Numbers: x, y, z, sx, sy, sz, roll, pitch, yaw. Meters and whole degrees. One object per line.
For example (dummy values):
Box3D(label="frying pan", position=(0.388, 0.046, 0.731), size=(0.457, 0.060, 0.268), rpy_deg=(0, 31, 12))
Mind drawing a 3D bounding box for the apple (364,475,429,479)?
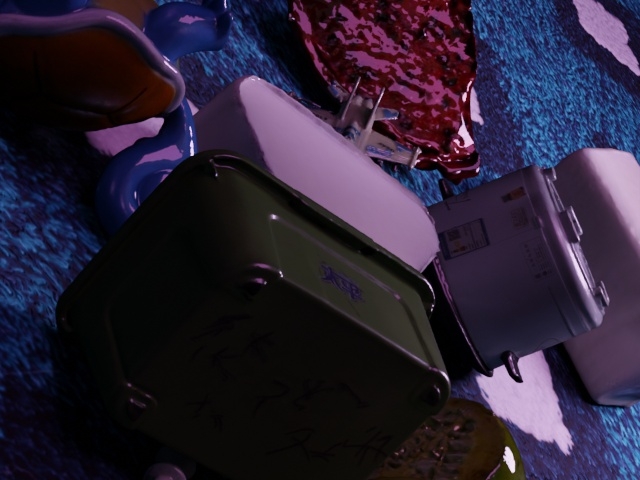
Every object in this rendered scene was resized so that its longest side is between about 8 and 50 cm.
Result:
Box3D(label="apple", position=(0.043, 0.326, 1.469), size=(0.295, 0.258, 0.233), rpy_deg=(0, 48, -48))

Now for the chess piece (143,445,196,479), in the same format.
Box3D(label="chess piece", position=(-0.142, 0.223, 1.539), size=(0.059, 0.059, 0.149), rpy_deg=(49, 20, -7))

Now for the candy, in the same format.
Box3D(label="candy", position=(0.425, 0.055, 2.465), size=(0.145, 0.208, 0.358), rpy_deg=(8, 51, -53))

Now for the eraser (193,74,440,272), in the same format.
Box3D(label="eraser", position=(0.000, 0.000, 1.928), size=(0.331, 0.150, 0.331), rpy_deg=(35, 32, -26))

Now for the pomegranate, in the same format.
Box3D(label="pomegranate", position=(0.126, 0.290, 1.741), size=(0.241, 0.190, 0.159), rpy_deg=(-81, 153, -57))

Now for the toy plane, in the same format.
Box3D(label="toy plane", position=(0.024, -0.109, 2.169), size=(0.192, 0.088, 0.262), rpy_deg=(25, 50, -1))

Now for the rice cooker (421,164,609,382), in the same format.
Box3D(label="rice cooker", position=(0.227, 0.040, 2.151), size=(0.241, 0.227, 0.280), rpy_deg=(41, 28, -69))

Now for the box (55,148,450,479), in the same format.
Box3D(label="box", position=(-0.054, 0.102, 1.572), size=(0.329, 0.253, 0.177), rpy_deg=(33, 21, -31))

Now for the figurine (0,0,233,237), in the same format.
Box3D(label="figurine", position=(-0.251, -0.200, 1.727), size=(0.416, 0.243, 0.298), rpy_deg=(45, -16, -20))

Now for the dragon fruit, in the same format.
Box3D(label="dragon fruit", position=(0.082, -0.221, 2.392), size=(0.286, 0.228, 0.329), rpy_deg=(-12, 89, -17))
